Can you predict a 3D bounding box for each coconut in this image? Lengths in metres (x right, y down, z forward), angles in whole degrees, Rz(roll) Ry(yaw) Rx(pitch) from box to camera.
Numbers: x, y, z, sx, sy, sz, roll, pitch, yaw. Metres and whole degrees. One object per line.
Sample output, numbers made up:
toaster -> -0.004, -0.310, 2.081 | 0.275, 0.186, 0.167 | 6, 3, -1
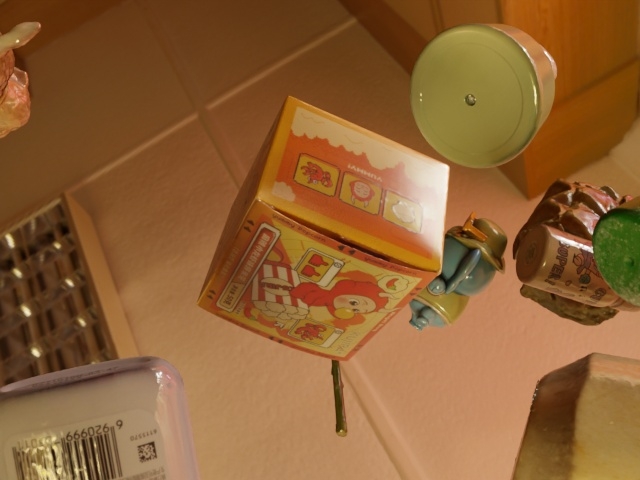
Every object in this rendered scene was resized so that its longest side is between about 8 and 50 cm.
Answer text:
coconut -> 0.389, 0.296, 0.839 | 0.322, 0.323, 0.323 | -11, -126, 15

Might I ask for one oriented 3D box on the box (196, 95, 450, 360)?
box -> 0.000, 0.000, 0.987 | 0.259, 0.284, 0.214 | 21, -130, -12

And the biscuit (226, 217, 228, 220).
biscuit -> -0.083, -0.063, 1.690 | 0.298, 0.045, 0.154 | -9, -171, -12

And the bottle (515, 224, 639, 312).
bottle -> 0.422, 0.052, 1.072 | 0.209, 0.110, 0.097 | 18, -76, -8

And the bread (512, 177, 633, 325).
bread -> 0.486, 0.012, 1.293 | 0.238, 0.196, 0.252 | 26, -141, 9

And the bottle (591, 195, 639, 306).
bottle -> 0.387, -0.042, 0.592 | 0.329, 0.093, 0.093 | -21, -131, -18

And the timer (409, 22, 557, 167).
timer -> 0.392, -0.336, 1.476 | 0.290, 0.291, 0.315 | 22, -145, 33

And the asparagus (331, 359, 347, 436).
asparagus -> 0.028, 0.236, 1.262 | 0.025, 0.024, 0.249 | -48, -143, 44

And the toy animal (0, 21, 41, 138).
toy animal -> -0.378, -0.188, 0.819 | 0.183, 0.185, 0.104 | -12, -107, 4

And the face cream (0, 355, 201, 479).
face cream -> -0.165, 0.271, 0.554 | 0.162, 0.080, 0.337 | -11, -87, -14

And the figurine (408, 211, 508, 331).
figurine -> 0.259, 0.070, 1.345 | 0.154, 0.180, 0.262 | 40, -84, 34
